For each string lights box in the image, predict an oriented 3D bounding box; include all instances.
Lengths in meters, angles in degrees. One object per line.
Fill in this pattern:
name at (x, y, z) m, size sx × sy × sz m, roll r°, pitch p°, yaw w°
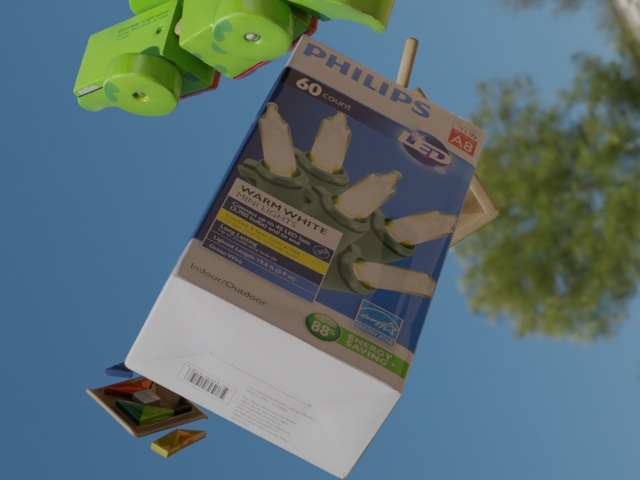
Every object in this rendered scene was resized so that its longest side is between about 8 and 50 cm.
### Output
string lights box at (0.000, 0.000, 1.007) m, size 0.133 × 0.077 × 0.260 m, roll 28°, pitch -143°, yaw -4°

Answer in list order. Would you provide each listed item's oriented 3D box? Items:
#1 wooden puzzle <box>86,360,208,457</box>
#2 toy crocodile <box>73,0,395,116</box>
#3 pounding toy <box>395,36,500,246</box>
wooden puzzle at (-0.129, 0.122, 1.337) m, size 0.078 × 0.116 × 0.014 m, roll -13°, pitch -55°, yaw -46°
toy crocodile at (-0.083, -0.176, 1.481) m, size 0.105 × 0.340 × 0.115 m, roll 33°, pitch -128°, yaw -35°
pounding toy at (0.069, -0.069, 1.496) m, size 0.141 × 0.130 × 0.100 m, roll 55°, pitch -175°, yaw -26°
